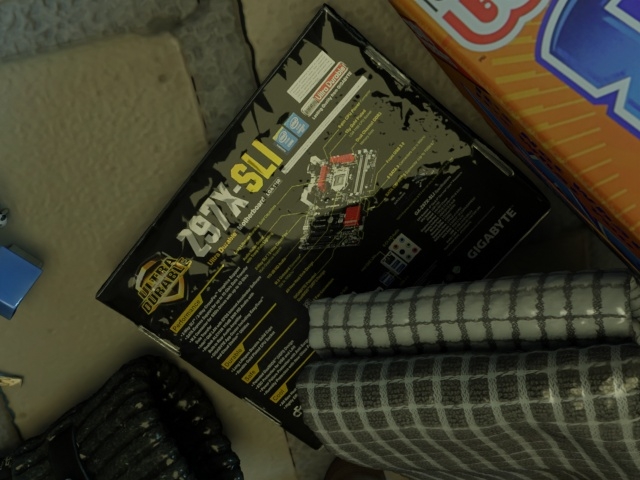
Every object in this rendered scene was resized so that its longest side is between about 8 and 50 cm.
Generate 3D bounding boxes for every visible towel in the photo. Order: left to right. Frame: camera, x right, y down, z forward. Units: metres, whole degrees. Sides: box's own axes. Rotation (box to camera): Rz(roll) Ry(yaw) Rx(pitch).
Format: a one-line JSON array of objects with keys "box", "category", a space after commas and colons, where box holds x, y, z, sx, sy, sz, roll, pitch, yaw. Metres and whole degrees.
[{"box": [0.145, 0.132, 0.580, 0.235, 0.121, 0.283, -10, 148, 27], "category": "towel"}]

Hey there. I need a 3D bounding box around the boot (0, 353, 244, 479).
[{"box": [-0.171, 0.307, 0.750, 0.260, 0.131, 0.348, -31, 107, 10], "category": "boot"}]

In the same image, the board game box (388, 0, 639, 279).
[{"box": [0.326, -0.096, 0.426, 0.356, 0.356, 0.356, -44, 68, 13], "category": "board game box"}]

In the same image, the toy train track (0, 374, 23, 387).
[{"box": [-0.340, 0.135, 0.750, 0.083, 0.014, 0.048, 10, 102, -10], "category": "toy train track"}]

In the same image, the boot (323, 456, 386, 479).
[{"box": [0.021, 0.375, 0.728, 0.109, 0.220, 0.284, 16, 108, -5], "category": "boot"}]

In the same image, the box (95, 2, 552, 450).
[{"box": [0.000, 0.000, 0.674, 0.257, 0.079, 0.322, 38, 105, -11], "category": "box"}]

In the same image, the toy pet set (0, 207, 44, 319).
[{"box": [-0.321, 0.025, 0.683, 0.114, 0.065, 0.122, 35, 106, -12], "category": "toy pet set"}]
